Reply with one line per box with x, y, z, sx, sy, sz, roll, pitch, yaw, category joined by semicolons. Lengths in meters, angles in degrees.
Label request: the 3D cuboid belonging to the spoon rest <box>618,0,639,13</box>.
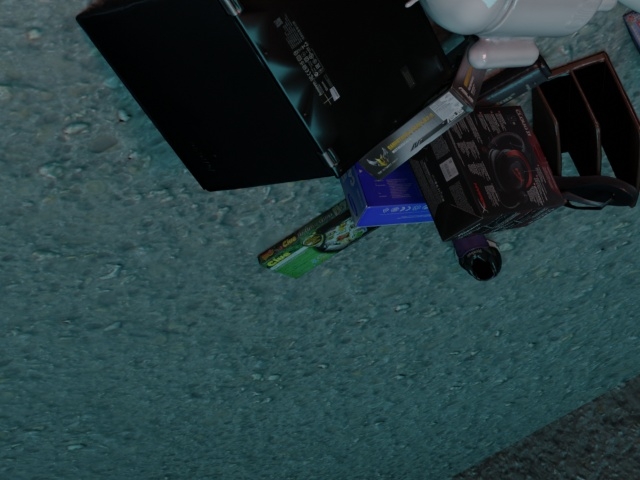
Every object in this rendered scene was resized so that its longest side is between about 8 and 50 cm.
0.542;-0.433;1.791;0.276;0.084;0.137;-14;150;-21;spoon rest

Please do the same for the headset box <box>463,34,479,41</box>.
0.283;-0.356;1.791;0.032;0.062;0.083;6;144;-36;headset box

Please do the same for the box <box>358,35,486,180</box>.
0.177;-0.225;1.770;0.056;0.183;0.231;42;130;-16;box

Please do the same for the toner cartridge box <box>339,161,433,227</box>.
0.214;-0.123;2.053;0.347;0.165;0.075;-4;148;-22;toner cartridge box

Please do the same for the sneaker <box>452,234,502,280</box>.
0.380;0.058;2.498;0.107;0.124;0.283;-25;151;14;sneaker

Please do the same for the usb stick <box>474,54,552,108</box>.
0.306;-0.264;1.980;0.278;0.045;0.077;-29;152;19;usb stick

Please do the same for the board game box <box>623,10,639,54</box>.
0.646;-0.312;1.930;0.060;0.194;0.194;-27;149;17;board game box

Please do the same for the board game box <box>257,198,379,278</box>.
0.000;0.000;2.291;0.259;0.030;0.136;-32;150;25;board game box

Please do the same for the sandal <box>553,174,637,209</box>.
0.504;-0.089;2.079;0.254;0.055;0.097;5;158;27;sandal

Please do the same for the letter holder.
0.531;-0.184;2.067;0.152;0.214;0.302;-19;152;3;letter holder

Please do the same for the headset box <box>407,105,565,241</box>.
0.313;-0.130;1.937;0.293;0.218;0.110;-10;163;-44;headset box

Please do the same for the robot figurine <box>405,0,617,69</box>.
0.285;-0.407;1.551;0.353;0.199;0.300;-5;104;-28;robot figurine

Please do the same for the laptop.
-0.074;-0.297;1.600;0.408;0.236;0.382;-42;128;-10;laptop
